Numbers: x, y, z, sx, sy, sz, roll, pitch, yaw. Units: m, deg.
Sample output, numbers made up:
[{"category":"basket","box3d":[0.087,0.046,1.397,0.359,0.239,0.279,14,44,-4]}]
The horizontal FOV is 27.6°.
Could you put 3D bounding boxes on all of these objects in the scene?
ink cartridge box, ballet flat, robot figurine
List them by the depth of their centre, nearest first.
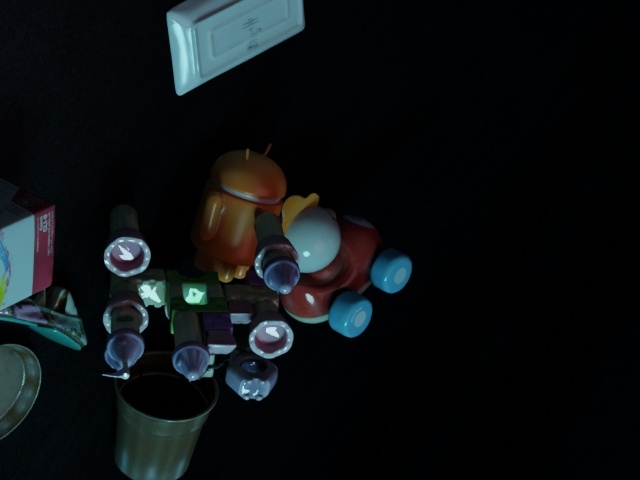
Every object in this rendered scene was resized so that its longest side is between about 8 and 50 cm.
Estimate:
[{"category":"ink cartridge box","box3d":[-0.445,0.013,1.653,0.176,0.128,0.127,-31,139,-50]},{"category":"ballet flat","box3d":[-0.399,0.096,1.854,0.221,0.077,0.079,31,69,-55]},{"category":"robot figurine","box3d":[-0.127,-0.047,2.042,0.158,0.128,0.219,10,109,-27]}]

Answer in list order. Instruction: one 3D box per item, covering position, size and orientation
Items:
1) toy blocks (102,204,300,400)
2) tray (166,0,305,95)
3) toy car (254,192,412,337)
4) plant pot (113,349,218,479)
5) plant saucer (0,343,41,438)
[{"category":"toy blocks","box3d":[-0.178,0.139,1.903,0.289,0.260,0.309,2,120,-13]},{"category":"tray","box3d":[-0.113,-0.325,1.944,0.270,0.030,0.145,-34,139,-33]},{"category":"toy car","box3d":[0.000,0.000,2.157,0.210,0.219,0.238,-45,141,-21]},{"category":"plant pot","box3d":[-0.261,0.292,2.100,0.167,0.167,0.165,-21,139,-43]},{"category":"plant saucer","box3d":[-0.477,0.218,1.871,0.168,0.029,0.168,-31,136,-35]}]
